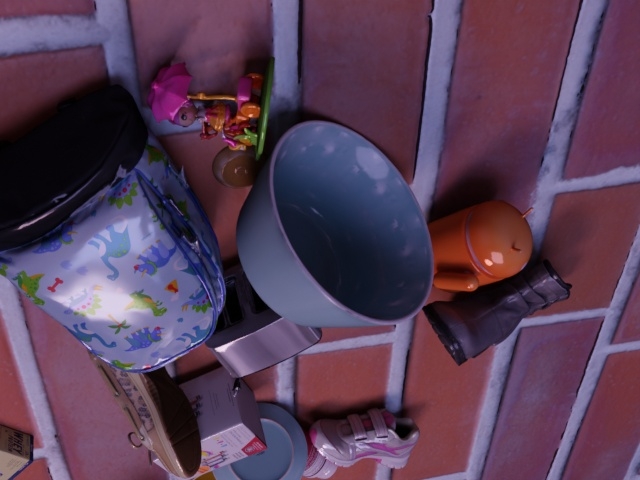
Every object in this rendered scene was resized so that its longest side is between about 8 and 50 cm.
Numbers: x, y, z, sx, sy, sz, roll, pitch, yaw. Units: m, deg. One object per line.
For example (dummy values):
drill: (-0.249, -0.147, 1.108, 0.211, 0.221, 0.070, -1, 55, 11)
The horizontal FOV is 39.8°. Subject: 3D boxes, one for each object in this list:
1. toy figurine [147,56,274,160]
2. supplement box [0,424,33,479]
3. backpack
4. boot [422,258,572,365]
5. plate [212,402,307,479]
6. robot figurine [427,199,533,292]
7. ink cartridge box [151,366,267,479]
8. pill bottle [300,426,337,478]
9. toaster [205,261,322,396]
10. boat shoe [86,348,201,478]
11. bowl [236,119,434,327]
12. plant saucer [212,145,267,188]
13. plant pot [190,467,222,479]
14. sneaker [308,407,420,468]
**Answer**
toy figurine: (-0.150, -0.179, 1.179, 0.159, 0.130, 0.173, 7, 155, -6)
supplement box: (-0.573, 0.383, 1.581, 0.083, 0.056, 0.083, -40, 130, 20)
backpack: (-0.281, 0.014, 1.224, 0.290, 0.273, 0.355, -30, 146, 2)
boot: (0.308, 0.104, 1.500, 0.222, 0.118, 0.338, -34, 169, 14)
plate: (-0.114, 0.398, 1.659, 0.188, 0.188, 0.024, -4, 166, -14)
robot figurine: (0.244, 0.012, 1.406, 0.158, 0.128, 0.219, -12, 173, -41)
ink cartridge box: (-0.209, 0.331, 1.588, 0.176, 0.127, 0.128, -23, 143, 5)
pill bottle: (-0.035, 0.422, 1.764, 0.086, 0.086, 0.152, -38, 131, 18)
toaster: (-0.100, 0.116, 1.393, 0.168, 0.186, 0.110, -25, 138, 8)
boat shoe: (-0.289, 0.268, 1.468, 0.089, 0.104, 0.285, -25, 91, 19)
bowl: (0.000, 0.000, 1.271, 0.311, 0.312, 0.163, 25, 141, -34)
plant saucer: (-0.117, -0.105, 1.299, 0.083, 0.015, 0.083, -8, 134, -9)
plant pot: (-0.204, 0.445, 1.725, 0.134, 0.095, 0.134, -9, 133, -10)
sneaker: (0.093, 0.382, 1.765, 0.252, 0.103, 0.111, 10, 124, -33)
